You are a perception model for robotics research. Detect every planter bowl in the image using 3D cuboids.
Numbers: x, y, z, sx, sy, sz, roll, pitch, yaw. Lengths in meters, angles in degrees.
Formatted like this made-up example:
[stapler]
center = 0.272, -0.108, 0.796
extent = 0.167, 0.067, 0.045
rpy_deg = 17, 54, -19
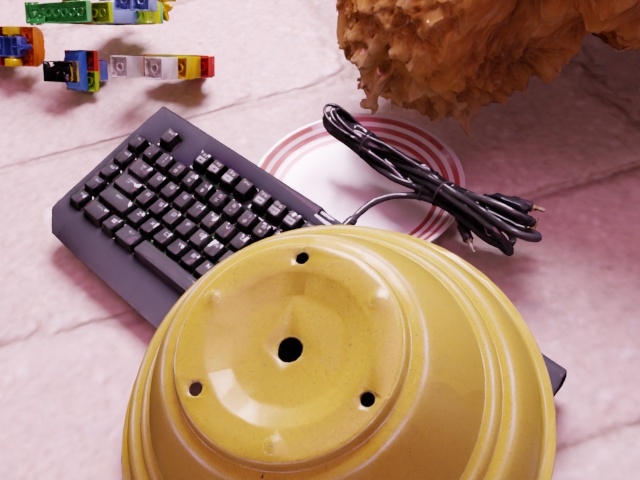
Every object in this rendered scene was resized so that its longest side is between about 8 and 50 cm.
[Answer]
[planter bowl]
center = -0.004, 0.064, 0.362
extent = 0.217, 0.090, 0.217
rpy_deg = -6, 58, 10

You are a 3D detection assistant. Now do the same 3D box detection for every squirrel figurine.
[squirrel figurine]
center = 0.150, -0.260, 0.560
extent = 0.370, 0.281, 0.397
rpy_deg = 18, 47, 30

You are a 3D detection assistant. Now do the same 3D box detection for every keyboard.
[keyboard]
center = 0.000, 0.000, 0.471
extent = 0.317, 0.033, 0.201
rpy_deg = 34, 66, 28

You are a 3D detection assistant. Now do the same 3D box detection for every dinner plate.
[dinner plate]
center = 0.024, -0.034, 0.530
extent = 0.141, 0.017, 0.141
rpy_deg = -3, 46, 3

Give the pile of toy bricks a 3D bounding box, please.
[pile of toy bricks]
center = -0.174, -0.180, 0.640
extent = 0.212, 0.118, 0.105
rpy_deg = 9, 16, 25
